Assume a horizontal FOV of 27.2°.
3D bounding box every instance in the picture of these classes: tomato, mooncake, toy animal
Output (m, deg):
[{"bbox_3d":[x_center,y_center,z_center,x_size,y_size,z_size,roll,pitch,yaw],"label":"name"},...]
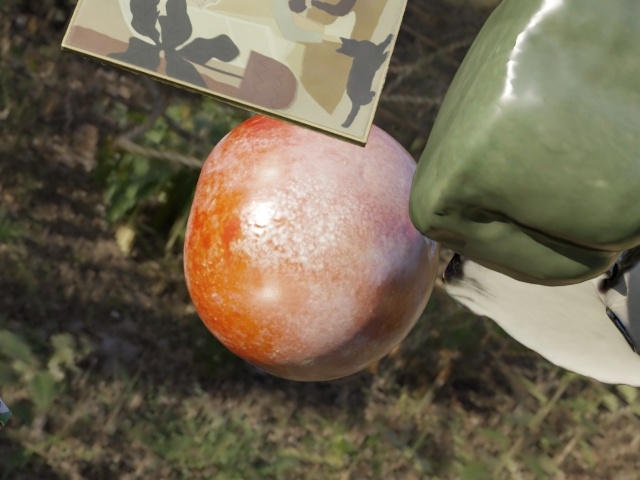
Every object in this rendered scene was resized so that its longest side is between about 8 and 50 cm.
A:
[{"bbox_3d":[0.000,0.000,1.286,0.227,0.270,0.270,-7,2,27],"label":"tomato"},{"bbox_3d":[0.110,-0.062,0.605,0.104,0.168,0.175,19,37,0],"label":"mooncake"},{"bbox_3d":[0.240,-0.034,0.972,0.212,0.267,0.212,37,-18,14],"label":"toy animal"}]

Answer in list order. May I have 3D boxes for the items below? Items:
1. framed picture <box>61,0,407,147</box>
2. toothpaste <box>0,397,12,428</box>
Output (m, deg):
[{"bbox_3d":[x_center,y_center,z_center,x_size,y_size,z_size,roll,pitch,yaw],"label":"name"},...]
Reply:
[{"bbox_3d":[-0.049,-0.150,0.854,0.201,0.136,0.010,18,-20,-4],"label":"framed picture"},{"bbox_3d":[-0.371,0.186,1.232,0.043,0.178,0.037,59,21,-14],"label":"toothpaste"}]
